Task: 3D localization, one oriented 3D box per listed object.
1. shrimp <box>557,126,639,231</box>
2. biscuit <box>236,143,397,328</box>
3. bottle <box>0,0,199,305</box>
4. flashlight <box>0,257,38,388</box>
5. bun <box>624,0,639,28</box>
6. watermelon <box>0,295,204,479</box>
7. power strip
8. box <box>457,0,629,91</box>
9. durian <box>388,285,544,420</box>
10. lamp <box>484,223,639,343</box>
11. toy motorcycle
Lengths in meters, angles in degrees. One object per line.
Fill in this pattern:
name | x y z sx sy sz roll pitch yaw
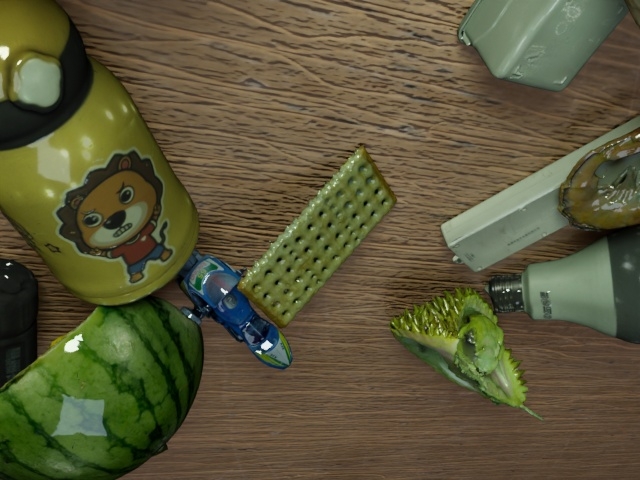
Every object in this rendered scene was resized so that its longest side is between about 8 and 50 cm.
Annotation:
shrimp | 0.415 -0.096 1.108 0.173 0.058 0.253 26 130 -31
biscuit | 0.000 0.000 1.088 0.231 0.016 0.139 -47 144 -6
bottle | -0.252 -0.091 0.829 0.171 0.171 0.351 -18 145 3
flashlight | -0.428 0.178 1.193 0.103 0.103 0.424 -1 141 -19
bun | 0.413 -0.280 0.690 0.360 0.211 0.360 -38 172 -6
watermelon | -0.268 0.199 1.053 0.331 0.189 0.331 -42 175 -5
power strip | 0.339 -0.068 1.194 0.367 0.043 0.106 -30 142 19
box | 0.236 -0.233 0.888 0.124 0.093 0.172 5 140 -27
durian | 0.221 0.184 1.381 0.157 0.169 0.355 -31 140 17
lamp | 0.429 0.089 1.331 0.314 0.182 0.182 -22 144 18
toy motorcycle | -0.123 0.079 1.120 0.092 0.135 0.254 -49 130 -15
